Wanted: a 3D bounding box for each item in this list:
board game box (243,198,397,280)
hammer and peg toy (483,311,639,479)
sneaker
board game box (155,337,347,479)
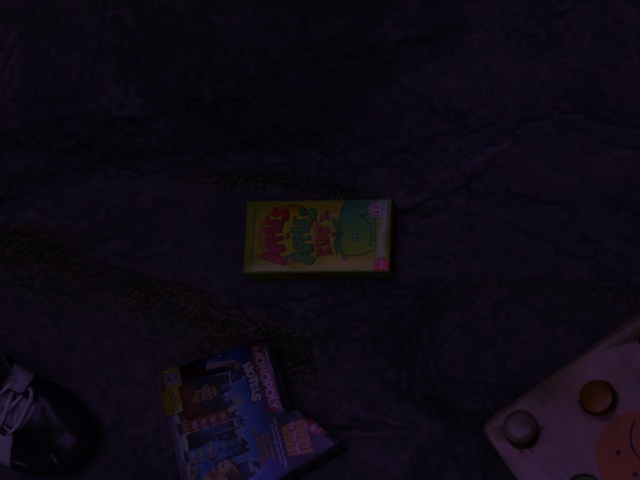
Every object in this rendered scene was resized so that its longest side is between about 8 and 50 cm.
[{"bbox_3d":[0.000,0.000,1.712,0.181,0.043,0.092,-1,75,12],"label":"board game box"},{"bbox_3d":[0.383,0.270,1.508,0.266,0.127,0.361,-36,70,-1],"label":"hammer and peg toy"},{"bbox_3d":[-0.428,0.180,1.706,0.330,0.146,0.122,27,81,17],"label":"sneaker"},{"bbox_3d":[-0.077,0.224,1.658,0.194,0.060,0.194,-17,71,6],"label":"board game box"}]
